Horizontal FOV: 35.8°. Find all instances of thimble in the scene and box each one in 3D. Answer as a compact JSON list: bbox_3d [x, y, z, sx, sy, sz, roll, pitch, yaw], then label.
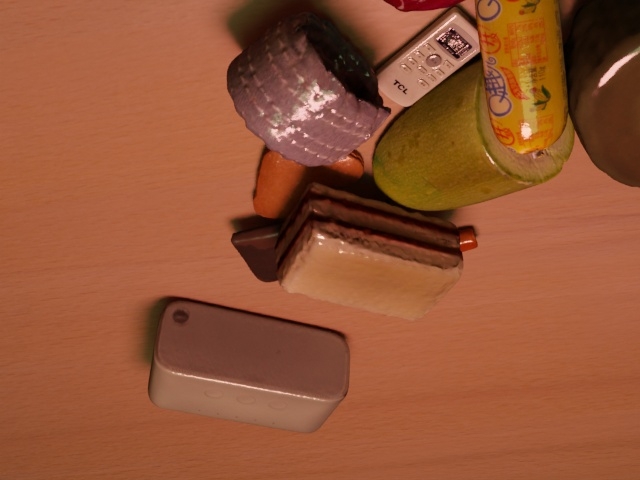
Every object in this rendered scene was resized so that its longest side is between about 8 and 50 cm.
[{"bbox_3d":[-0.016,-0.232,1.553,0.172,0.205,0.236,-32,121,27],"label":"thimble"}]

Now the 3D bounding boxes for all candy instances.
[{"bbox_3d":[0.086,0.029,1.779,0.320,0.135,0.179,16,141,-23],"label":"candy"}]

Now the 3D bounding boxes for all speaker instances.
[{"bbox_3d":[-0.157,0.275,2.085,0.406,0.183,0.184,13,139,-11],"label":"speaker"}]

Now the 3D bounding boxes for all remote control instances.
[{"bbox_3d":[0.176,-0.293,1.609,0.087,0.029,0.190,36,126,-28],"label":"remote control"}]

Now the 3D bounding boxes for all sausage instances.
[{"bbox_3d":[0.302,-0.286,1.488,0.123,0.123,0.347,-8,107,10],"label":"sausage"},{"bbox_3d":[0.236,0.010,1.901,0.131,0.039,0.041,-15,140,18],"label":"sausage"}]

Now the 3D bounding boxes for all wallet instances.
[{"bbox_3d":[0.000,0.000,1.884,0.309,0.042,0.165,-14,147,14],"label":"wallet"}]

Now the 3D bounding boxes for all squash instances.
[{"bbox_3d":[0.239,-0.159,1.719,0.233,0.210,0.309,31,157,-27],"label":"squash"}]

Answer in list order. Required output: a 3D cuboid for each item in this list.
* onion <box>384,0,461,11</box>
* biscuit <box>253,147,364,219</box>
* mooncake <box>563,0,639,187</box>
[{"bbox_3d":[0.172,-0.386,1.377,0.195,0.218,0.140,-21,130,-23],"label":"onion"},{"bbox_3d":[-0.023,-0.103,1.802,0.186,0.036,0.192,8,136,-8],"label":"biscuit"},{"bbox_3d":[0.550,-0.253,1.524,0.356,0.194,0.356,1,139,1],"label":"mooncake"}]
